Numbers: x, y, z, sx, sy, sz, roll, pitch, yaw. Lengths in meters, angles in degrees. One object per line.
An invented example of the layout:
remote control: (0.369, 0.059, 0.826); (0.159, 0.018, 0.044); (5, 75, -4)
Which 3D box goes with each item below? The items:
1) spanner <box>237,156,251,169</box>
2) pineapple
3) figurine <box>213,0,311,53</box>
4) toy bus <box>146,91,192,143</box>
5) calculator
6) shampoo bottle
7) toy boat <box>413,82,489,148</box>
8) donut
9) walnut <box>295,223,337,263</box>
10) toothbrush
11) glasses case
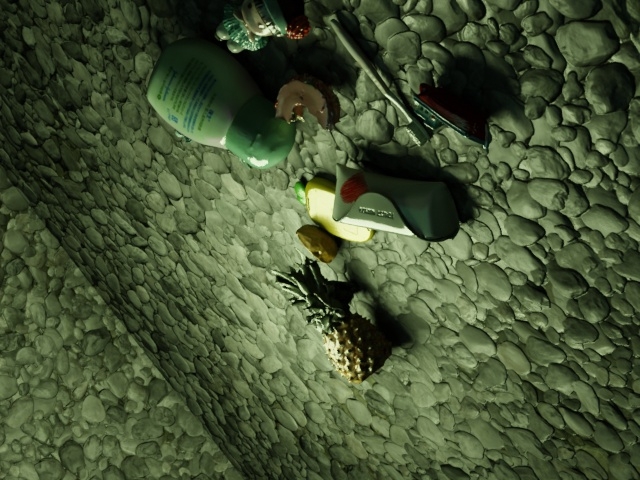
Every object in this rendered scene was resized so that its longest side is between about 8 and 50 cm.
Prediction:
spanner: (-0.234, -0.300, 2.337); (0.071, 0.017, 0.302); (-7, 119, 51)
pineapple: (0.028, 0.171, 2.382); (0.364, 0.165, 0.165); (55, 146, -5)
figurine: (-0.118, -0.447, 1.983); (0.138, 0.110, 0.245); (49, 151, -17)
toy bus: (-0.333, -0.325, 2.357); (0.160, 0.092, 0.079); (51, 145, -15)
calculator: (0.030, -0.072, 2.248); (0.235, 0.032, 0.146); (25, 139, 30)
shampoo bottle: (-0.210, -0.294, 2.182); (0.349, 0.151, 0.222); (36, 117, 13)
toy boat: (0.245, -0.227, 1.811); (0.173, 0.069, 0.059); (35, 130, 21)
donut: (-0.025, -0.296, 2.045); (0.166, 0.065, 0.117); (15, 114, 34)
walnut: (0.000, 0.000, 2.318); (0.052, 0.091, 0.121); (-41, 119, 20)
toothbrush: (0.113, -0.310, 1.917); (0.307, 0.029, 0.025); (52, 154, -4)
glasses case: (0.141, -0.078, 2.052); (0.308, 0.083, 0.128); (13, 124, 34)
